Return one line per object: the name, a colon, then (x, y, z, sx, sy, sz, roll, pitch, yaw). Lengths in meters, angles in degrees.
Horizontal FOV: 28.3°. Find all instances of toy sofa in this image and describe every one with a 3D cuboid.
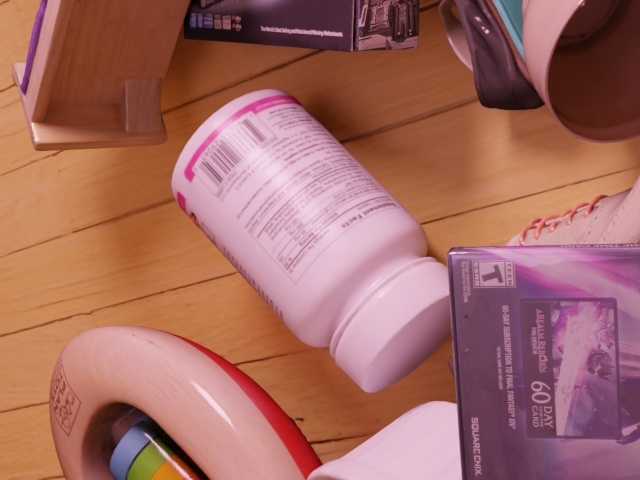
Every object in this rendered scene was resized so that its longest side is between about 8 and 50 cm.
toy sofa: (-0.206, -0.262, 1.258, 0.362, 0.150, 0.177, -60, 44, 51)

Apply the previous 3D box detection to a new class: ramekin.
ramekin: (0.126, 0.275, 1.128, 0.277, 0.135, 0.277, 41, 154, 25)

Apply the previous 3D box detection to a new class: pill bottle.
pill bottle: (0.000, 0.000, 1.221, 0.283, 0.160, 0.160, 47, 124, 22)

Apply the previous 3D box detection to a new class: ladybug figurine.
ladybug figurine: (-0.126, 0.257, 1.368, 0.449, 0.162, 0.305, 44, 127, 27)

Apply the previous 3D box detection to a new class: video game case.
video game case: (0.237, 0.098, 0.957, 0.274, 0.026, 0.196, -1, 103, 18)

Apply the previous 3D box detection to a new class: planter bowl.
planter bowl: (0.227, -0.174, 1.019, 0.162, 0.162, 0.109, -66, 34, 27)

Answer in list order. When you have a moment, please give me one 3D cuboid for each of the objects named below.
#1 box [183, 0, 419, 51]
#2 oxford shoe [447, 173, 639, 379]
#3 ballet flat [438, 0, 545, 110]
box: (-0.026, -0.303, 1.182, 0.307, 0.077, 0.242, 18, 111, 54)
oxford shoe: (0.221, 0.017, 1.062, 0.146, 0.140, 0.397, 45, 123, 27)
ballet flat: (0.127, -0.242, 1.116, 0.096, 0.095, 0.280, -20, 86, 48)
